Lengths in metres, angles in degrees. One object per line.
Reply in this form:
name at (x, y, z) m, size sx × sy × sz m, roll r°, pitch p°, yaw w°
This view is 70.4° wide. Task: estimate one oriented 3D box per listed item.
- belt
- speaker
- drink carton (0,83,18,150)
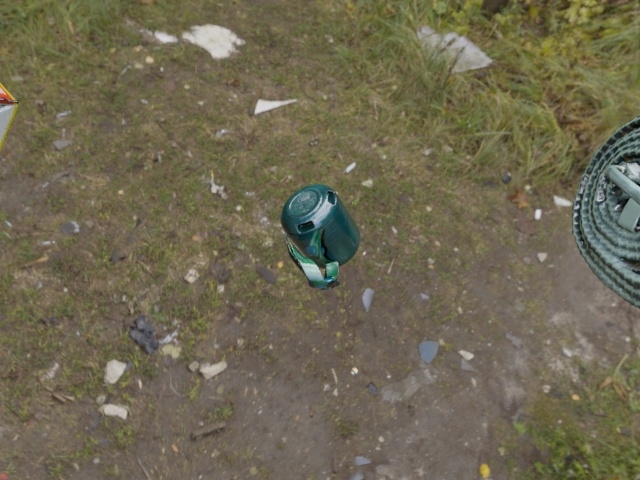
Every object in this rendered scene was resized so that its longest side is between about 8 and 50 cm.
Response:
belt at (0.405, -0.021, 0.498) m, size 0.160 × 0.207 × 0.295 m, roll 16°, pitch 35°, yaw -7°
speaker at (-0.005, 0.002, 0.425) m, size 0.060 × 0.075 × 0.095 m, roll 1°, pitch 54°, yaw 35°
drink carton at (-0.271, -0.119, 0.275) m, size 0.166 × 0.056 × 0.071 m, roll 46°, pitch 24°, yaw 9°
